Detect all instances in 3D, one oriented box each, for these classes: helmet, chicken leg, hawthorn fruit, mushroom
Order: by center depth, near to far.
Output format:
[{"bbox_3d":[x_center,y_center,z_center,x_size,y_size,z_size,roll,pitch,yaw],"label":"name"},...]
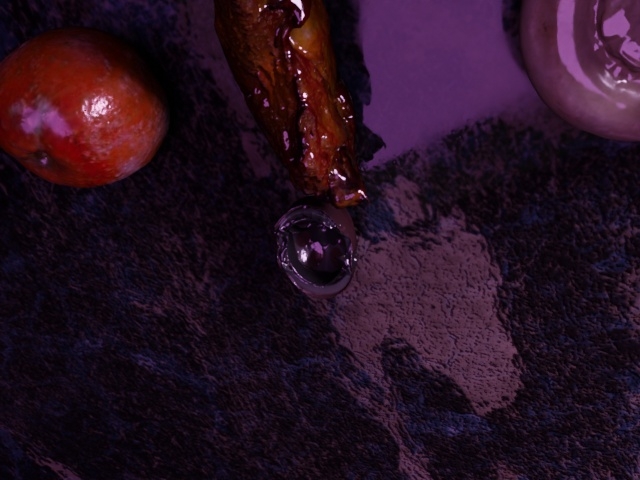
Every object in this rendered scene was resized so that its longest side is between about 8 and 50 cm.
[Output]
[{"bbox_3d":[0.269,-0.165,0.390,0.206,0.209,0.206,-5,138,-4],"label":"mushroom"},{"bbox_3d":[-0.037,-0.149,0.415,0.095,0.158,0.407,-12,159,10],"label":"chicken leg"},{"bbox_3d":[-0.253,-0.137,0.541,0.172,0.173,0.173,6,119,11],"label":"hawthorn fruit"},{"bbox_3d":[0.000,0.000,0.610,0.098,0.070,0.123,1,125,20],"label":"helmet"}]
